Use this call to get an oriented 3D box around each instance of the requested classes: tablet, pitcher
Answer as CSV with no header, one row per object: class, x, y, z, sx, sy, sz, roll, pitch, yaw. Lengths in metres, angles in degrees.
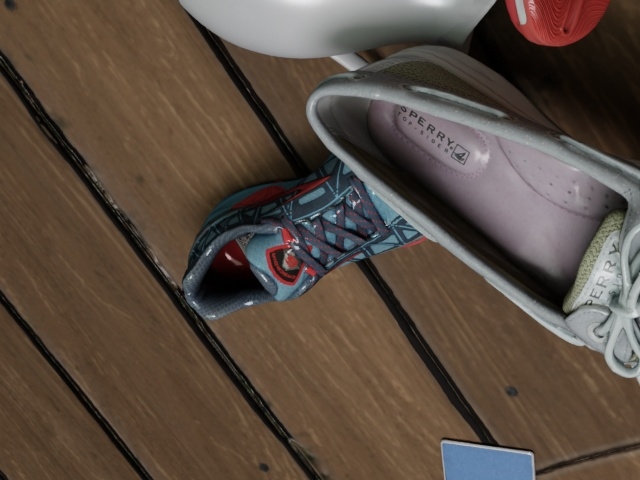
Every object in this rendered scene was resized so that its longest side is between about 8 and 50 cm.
tablet,0.148,0.201,1.030,0.083,0.006,0.054,4,123,21
pitcher,0.013,-0.162,0.788,0.207,0.126,0.178,11,141,4

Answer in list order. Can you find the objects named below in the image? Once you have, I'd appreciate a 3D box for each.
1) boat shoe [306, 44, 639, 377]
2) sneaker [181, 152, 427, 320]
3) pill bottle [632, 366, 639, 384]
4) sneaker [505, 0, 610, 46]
boat shoe,0.132,-0.008,0.663,0.320,0.103,0.118,40,124,24
sneaker,0.000,0.000,0.886,0.261,0.125,0.104,-26,109,35
pill bottle,0.367,0.003,0.668,0.363,0.210,0.210,-28,107,36
sneaker,0.111,-0.224,0.688,0.128,0.087,0.221,9,98,59
